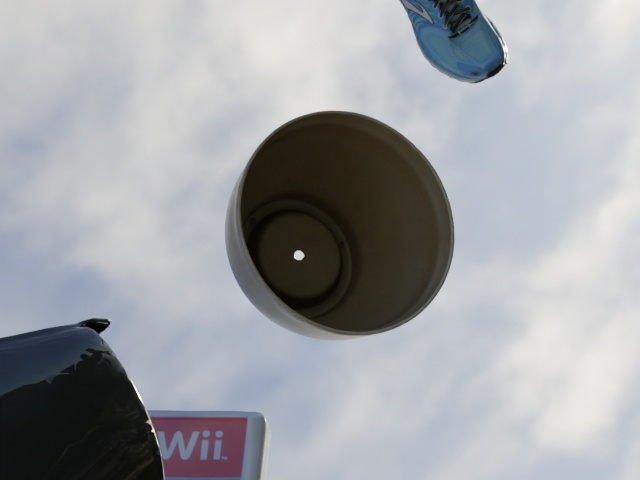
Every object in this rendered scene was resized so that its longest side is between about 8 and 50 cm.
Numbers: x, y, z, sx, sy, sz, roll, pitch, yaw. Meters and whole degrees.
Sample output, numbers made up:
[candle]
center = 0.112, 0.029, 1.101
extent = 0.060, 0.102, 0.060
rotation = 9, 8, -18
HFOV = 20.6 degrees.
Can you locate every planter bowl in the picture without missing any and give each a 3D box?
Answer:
[planter bowl]
center = 0.000, 0.000, 1.260
extent = 0.162, 0.109, 0.162
rotation = 6, -107, -21

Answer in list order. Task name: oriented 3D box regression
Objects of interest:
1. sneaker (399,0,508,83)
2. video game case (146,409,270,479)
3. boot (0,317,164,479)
[sneaker]
center = 0.094, -0.198, 1.458
extent = 0.063, 0.162, 0.073
rotation = -37, -12, -1
[video game case]
center = -0.139, 0.210, 0.869
extent = 0.025, 0.204, 0.285
rotation = 80, -168, -53
[boot]
center = -0.081, 0.106, 0.430
extent = 0.137, 0.077, 0.198
rotation = -6, -110, -38
